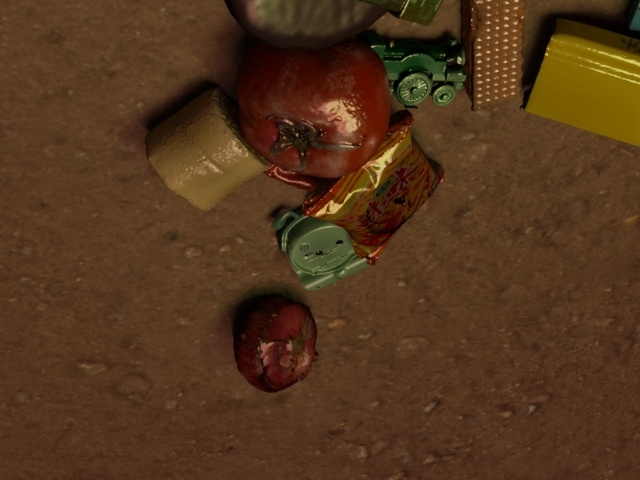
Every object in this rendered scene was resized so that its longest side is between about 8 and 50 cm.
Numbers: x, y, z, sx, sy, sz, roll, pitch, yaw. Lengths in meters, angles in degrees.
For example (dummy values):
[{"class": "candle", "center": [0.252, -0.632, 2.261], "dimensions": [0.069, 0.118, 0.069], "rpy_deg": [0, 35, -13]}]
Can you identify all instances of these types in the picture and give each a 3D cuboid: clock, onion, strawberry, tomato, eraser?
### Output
[{"class": "clock", "center": [0.000, -0.001, 2.023], "dimensions": [0.148, 0.060, 0.188], "rpy_deg": [-27, 137, 11]}, {"class": "onion", "center": [-0.093, 0.181, 2.145], "dimensions": [0.184, 0.147, 0.184], "rpy_deg": [-28, 130, -40]}, {"class": "strawberry", "center": [-0.020, -0.118, 1.899], "dimensions": [0.152, 0.048, 0.104], "rpy_deg": [-7, 134, -17]}, {"class": "tomato", "center": [-0.006, -0.201, 1.695], "dimensions": [0.232, 0.188, 0.232], "rpy_deg": [16, 146, 11]}, {"class": "eraser", "center": [0.442, -0.244, 1.828], "dimensions": [0.226, 0.069, 0.158], "rpy_deg": [18, 133, 3]}]

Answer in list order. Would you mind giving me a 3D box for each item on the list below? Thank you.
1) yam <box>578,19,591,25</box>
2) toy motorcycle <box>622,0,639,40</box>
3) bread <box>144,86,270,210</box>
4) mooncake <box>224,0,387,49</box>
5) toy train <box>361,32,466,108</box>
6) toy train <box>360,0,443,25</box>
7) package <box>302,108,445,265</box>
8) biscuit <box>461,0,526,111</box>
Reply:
[{"class": "yam", "center": [0.455, -0.293, 1.855], "dimensions": [0.145, 0.032, 0.032], "rpy_deg": [34, 120, -21]}, {"class": "toy motorcycle", "center": [0.562, -0.351, 1.782], "dimensions": [0.182, 0.124, 0.272], "rpy_deg": [6, 149, 1]}, {"class": "bread", "center": [-0.169, -0.131, 1.767], "dimensions": [0.141, 0.134, 0.148], "rpy_deg": [-33, 126, 16]}, {"class": "mooncake", "center": [-0.015, -0.392, 1.531], "dimensions": [0.283, 0.141, 0.283], "rpy_deg": [-14, 133, -15]}, {"class": "toy train", "center": [0.137, -0.260, 1.785], "dimensions": [0.178, 0.071, 0.105], "rpy_deg": [-1, 126, -16]}, {"class": "toy train", "center": [0.068, -0.353, 1.450], "dimensions": [0.225, 0.090, 0.137], "rpy_deg": [9, 125, -30]}, {"class": "package", "center": [0.087, -0.084, 1.889], "dimensions": [0.223, 0.108, 0.288], "rpy_deg": [-47, 149, -1]}, {"class": "biscuit", "center": [0.255, -0.354, 1.729], "dimensions": [0.094, 0.054, 0.379], "rpy_deg": [-15, 139, -5]}]
